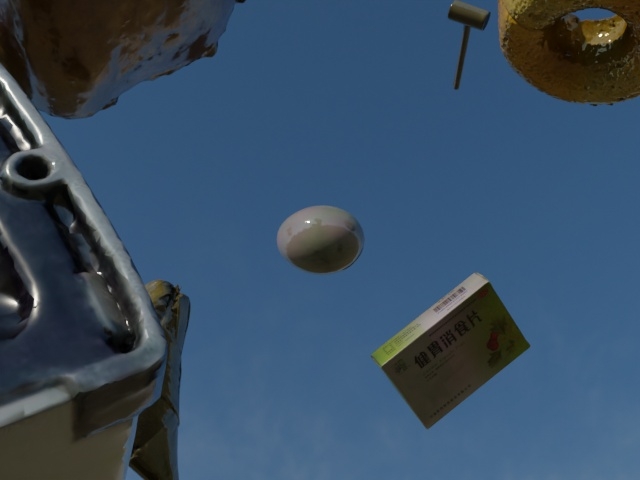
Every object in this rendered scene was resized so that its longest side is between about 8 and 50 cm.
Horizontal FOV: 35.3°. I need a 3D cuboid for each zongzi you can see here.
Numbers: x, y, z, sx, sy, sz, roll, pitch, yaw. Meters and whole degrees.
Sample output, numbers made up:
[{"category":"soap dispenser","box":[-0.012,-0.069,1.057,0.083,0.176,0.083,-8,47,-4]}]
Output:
[{"category":"zongzi","box":[-0.149,0.140,0.968,0.176,0.160,0.078,41,-17,6]}]

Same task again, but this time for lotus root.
[{"category":"lotus root","box":[-0.196,-0.311,0.875,0.316,0.316,0.250,8,-24,-12]}]

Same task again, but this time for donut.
[{"category":"donut","box":[0.381,-0.301,1.405,0.302,0.110,0.303,15,-27,8]}]

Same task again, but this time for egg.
[{"category":"egg","box":[0.000,0.000,1.474,0.135,0.103,0.103,-1,-42,29]}]

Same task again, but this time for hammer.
[{"category":"hammer","box":[0.137,-0.184,0.965,0.035,0.019,0.110,23,-28,13]}]

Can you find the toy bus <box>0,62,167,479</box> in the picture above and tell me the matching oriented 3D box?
[{"category":"toy bus","box":[-0.291,0.100,0.342,0.439,0.209,0.249,-20,-35,-30]}]

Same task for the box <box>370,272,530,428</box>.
[{"category":"box","box":[0.248,0.208,1.900,0.260,0.062,0.175,-38,-66,-4]}]
